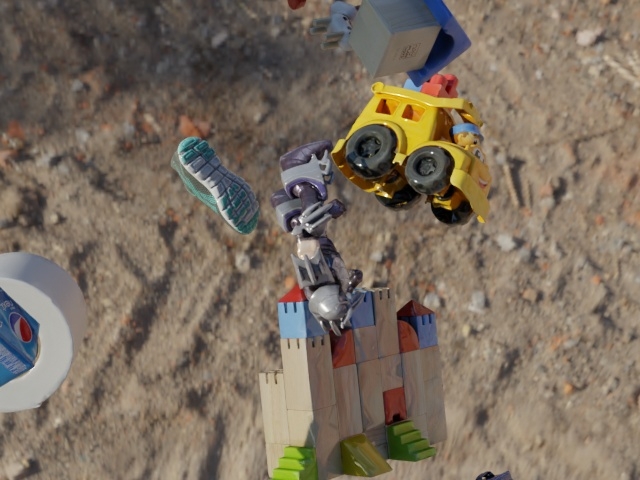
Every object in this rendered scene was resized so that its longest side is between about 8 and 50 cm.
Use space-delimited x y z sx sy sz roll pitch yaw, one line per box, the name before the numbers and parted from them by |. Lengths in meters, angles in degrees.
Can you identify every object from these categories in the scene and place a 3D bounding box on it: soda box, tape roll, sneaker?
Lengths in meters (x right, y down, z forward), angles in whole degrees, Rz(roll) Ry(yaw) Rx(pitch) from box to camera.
soda box | -0.392 0.136 1.108 0.210 0.067 0.071 -30 34 12
tape roll | -0.542 0.157 1.892 0.246 0.246 0.169 1 15 -5
sneaker | -0.155 -0.077 1.568 0.065 0.076 0.166 -44 105 -29

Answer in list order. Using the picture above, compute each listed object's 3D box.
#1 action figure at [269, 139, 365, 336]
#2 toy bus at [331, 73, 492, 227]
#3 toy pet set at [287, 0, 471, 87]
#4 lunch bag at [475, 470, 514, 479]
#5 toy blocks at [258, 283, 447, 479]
action figure | 0.000 0.000 1.393 0.099 0.185 0.285 -11 45 -5
toy bus | 0.160 -0.147 1.538 0.220 0.149 0.211 19 75 32
toy pet set | 0.043 -0.162 0.669 0.065 0.122 0.114 -16 61 -27
lunch bag | 0.250 0.373 1.582 0.067 0.098 0.065 -24 79 24
toy blocks | 0.049 0.181 1.537 0.381 0.190 0.261 -5 90 -48
